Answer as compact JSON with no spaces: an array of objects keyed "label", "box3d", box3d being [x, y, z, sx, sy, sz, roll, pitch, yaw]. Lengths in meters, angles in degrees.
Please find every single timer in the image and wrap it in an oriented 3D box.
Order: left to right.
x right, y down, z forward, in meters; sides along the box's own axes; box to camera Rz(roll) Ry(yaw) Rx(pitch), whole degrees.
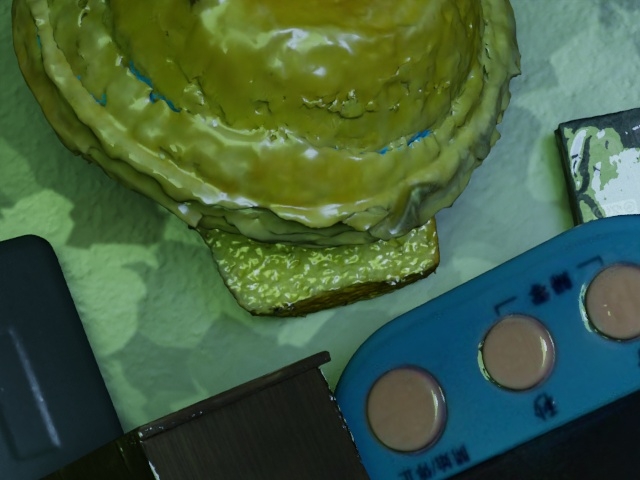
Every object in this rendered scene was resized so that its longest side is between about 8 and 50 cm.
[{"label":"timer","box3d":[0.185,0.161,1.373,0.340,0.115,0.309,-28,79,23]}]

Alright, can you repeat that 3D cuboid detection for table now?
[{"label":"table","box3d":[-0.059,0.210,1.362,0.172,0.169,0.193,-19,82,-37]}]

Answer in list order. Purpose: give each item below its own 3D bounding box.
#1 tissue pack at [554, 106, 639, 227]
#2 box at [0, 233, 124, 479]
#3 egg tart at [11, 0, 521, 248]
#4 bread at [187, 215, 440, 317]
[{"label":"tissue pack","box3d":[0.264,-0.048,1.481,0.156,0.051,0.112,-12,84,-1]},{"label":"box","box3d":[-0.232,0.117,1.426,0.160,0.050,0.230,-16,80,-36]},{"label":"egg tart","box3d":[-0.024,-0.176,1.405,0.388,0.169,0.388,7,60,-13]},{"label":"bread","box3d":[0.000,0.000,1.471,0.187,0.065,0.103,-15,80,-5]}]
